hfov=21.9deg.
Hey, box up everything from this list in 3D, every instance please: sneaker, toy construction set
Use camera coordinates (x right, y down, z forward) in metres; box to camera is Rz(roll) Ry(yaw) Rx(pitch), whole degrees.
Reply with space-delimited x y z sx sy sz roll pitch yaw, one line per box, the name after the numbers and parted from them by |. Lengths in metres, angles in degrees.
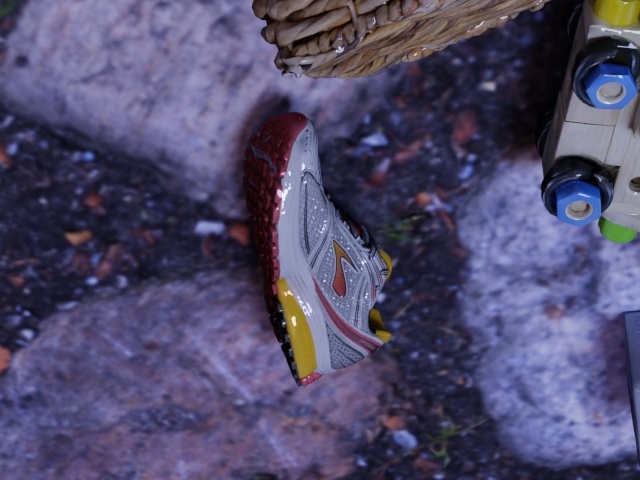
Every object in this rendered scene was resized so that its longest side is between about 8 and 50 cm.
0.000 0.000 1.205 0.092 0.088 0.225 -17 129 -8 | sneaker
0.260 -0.079 1.077 0.215 0.151 0.328 5 121 -3 | toy construction set

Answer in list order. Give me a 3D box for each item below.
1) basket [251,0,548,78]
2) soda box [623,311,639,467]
0.091 -0.247 0.939 0.299 0.213 0.223 -24 87 23 | basket
0.377 0.103 1.245 0.286 0.091 0.098 -7 128 9 | soda box
